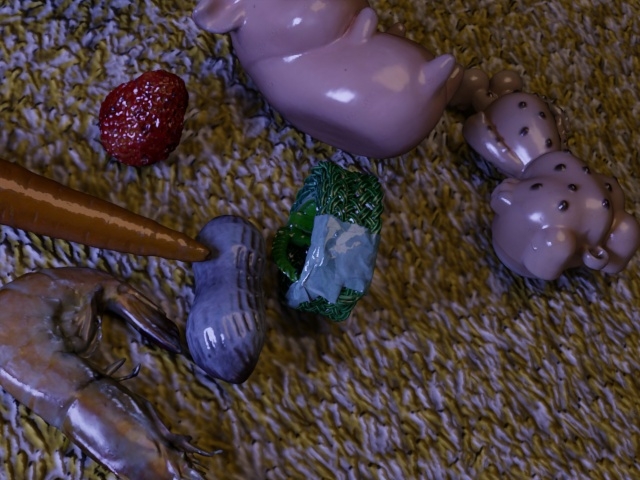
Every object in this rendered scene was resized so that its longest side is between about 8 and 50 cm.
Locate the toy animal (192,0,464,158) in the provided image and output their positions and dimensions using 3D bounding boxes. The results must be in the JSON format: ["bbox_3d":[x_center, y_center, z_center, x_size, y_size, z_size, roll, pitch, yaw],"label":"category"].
[{"bbox_3d":[0.012,-0.181,1.432,0.250,0.166,0.154,40,92,14],"label":"toy animal"}]

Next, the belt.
[{"bbox_3d":[0.000,0.000,1.310,0.079,0.121,0.151,16,56,-17],"label":"belt"}]

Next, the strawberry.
[{"bbox_3d":[-0.161,-0.117,1.339,0.083,0.096,0.083,17,33,-12],"label":"strawberry"}]

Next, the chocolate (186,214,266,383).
[{"bbox_3d":[-0.081,0.050,1.267,0.072,0.072,0.167,13,52,-16],"label":"chocolate"}]

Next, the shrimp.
[{"bbox_3d":[-0.150,0.126,1.194,0.296,0.058,0.169,40,46,11],"label":"shrimp"}]

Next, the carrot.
[{"bbox_3d":[-0.254,-0.037,1.239,0.335,0.069,0.069,16,51,-7],"label":"carrot"}]

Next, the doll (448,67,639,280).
[{"bbox_3d":[0.227,-0.072,1.488,0.154,0.119,0.278,6,44,-23],"label":"doll"}]
